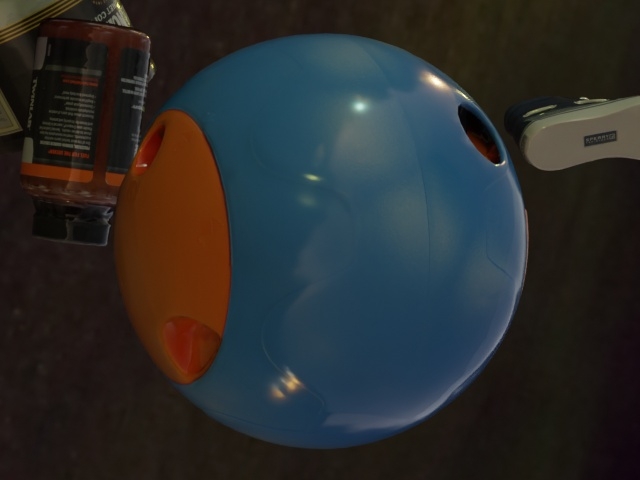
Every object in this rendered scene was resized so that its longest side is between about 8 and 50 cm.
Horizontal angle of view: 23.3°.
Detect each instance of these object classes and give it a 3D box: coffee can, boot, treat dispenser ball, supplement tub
[{"bbox_3d":[-0.324,-0.258,1.645,0.275,0.201,0.201,64,29,-21],"label":"coffee can"},{"bbox_3d":[0.275,-0.118,1.503,0.086,0.190,0.069,-113,-160,-61],"label":"boot"},{"bbox_3d":[0.000,0.000,1.082,0.288,0.288,0.288,15,90,-79],"label":"treat dispenser ball"},{"bbox_3d":[-0.214,-0.096,1.401,0.106,0.106,0.198,4,94,-78],"label":"supplement tub"}]
